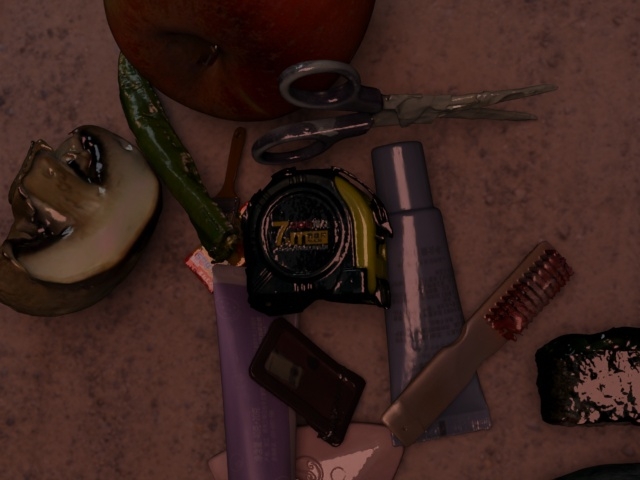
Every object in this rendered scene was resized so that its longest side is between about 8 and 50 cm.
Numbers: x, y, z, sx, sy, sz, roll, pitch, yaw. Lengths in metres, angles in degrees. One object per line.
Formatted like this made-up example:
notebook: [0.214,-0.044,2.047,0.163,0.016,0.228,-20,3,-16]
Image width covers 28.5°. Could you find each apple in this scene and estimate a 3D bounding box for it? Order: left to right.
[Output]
apple: [-0.094,-0.322,1.560,0.348,0.348,0.277,19,60,7]

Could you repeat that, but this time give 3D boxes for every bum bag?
bum bag: [-0.018,0.180,1.613,0.159,0.026,0.109,40,48,-14]

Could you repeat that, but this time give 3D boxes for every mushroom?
mushroom: [-0.326,-0.005,1.650,0.189,0.164,0.267,20,51,-16]

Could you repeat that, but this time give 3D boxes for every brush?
brush: [-0.122,-0.076,1.682,0.043,0.014,0.170,-1,66,25]
brush: [0.205,0.131,1.595,0.321,0.050,0.060,-46,109,-11]

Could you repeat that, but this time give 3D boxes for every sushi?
sushi: [0.383,0.171,1.574,0.225,0.124,0.127,-3,85,12]

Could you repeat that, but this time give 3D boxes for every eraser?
eraser: [-0.001,0.315,1.634,0.243,0.059,0.204,-33,83,7]

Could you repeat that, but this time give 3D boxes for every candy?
candy: [-0.118,0.009,1.684,0.122,0.038,0.062,-43,82,1]

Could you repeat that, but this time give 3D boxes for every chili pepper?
chili pepper: [-0.202,-0.131,1.658,0.076,0.085,0.359,-23,68,-12]

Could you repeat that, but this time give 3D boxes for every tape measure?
tape measure: [0.000,0.000,1.595,0.199,0.112,0.186,-3,84,16]

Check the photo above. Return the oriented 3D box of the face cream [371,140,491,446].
face cream: [0.128,0.065,1.632,0.135,0.086,0.385,-8,88,-12]

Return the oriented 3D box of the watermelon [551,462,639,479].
watermelon: [0.348,0.414,1.523,0.387,0.228,0.258,-17,92,-4]

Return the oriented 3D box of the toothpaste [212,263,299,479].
toothpaste: [-0.075,0.209,1.604,0.125,0.080,0.371,5,71,-22]

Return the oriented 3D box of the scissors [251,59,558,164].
scissors: [0.112,-0.162,1.580,0.383,0.256,0.029,-5,69,-17]
